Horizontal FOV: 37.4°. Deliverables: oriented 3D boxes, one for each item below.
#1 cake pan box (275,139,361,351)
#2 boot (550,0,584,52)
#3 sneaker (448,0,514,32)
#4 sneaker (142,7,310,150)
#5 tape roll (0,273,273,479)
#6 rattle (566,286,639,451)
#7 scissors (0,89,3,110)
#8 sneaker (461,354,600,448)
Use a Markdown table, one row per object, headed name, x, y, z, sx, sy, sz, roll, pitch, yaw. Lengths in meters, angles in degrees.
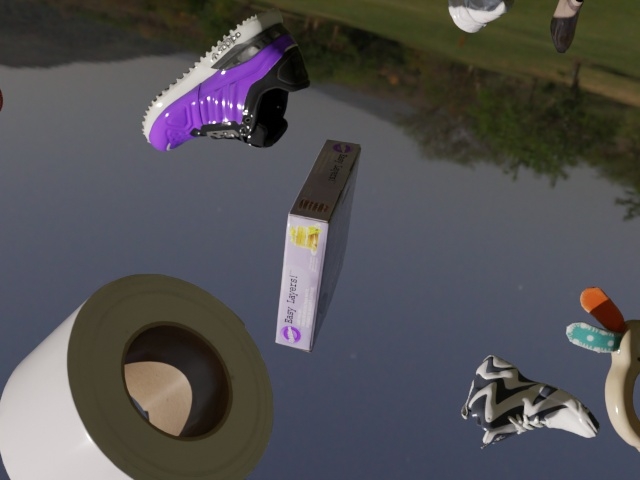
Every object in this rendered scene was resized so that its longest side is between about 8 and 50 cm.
| name | x | y | z | sx | sy | sz | roll | pitch | yaw |
| --- | --- | --- | --- | --- | --- | --- | --- | --- | --- |
| cake pan box | 0.000 | 0.000 | 1.506 | 0.070 | 0.246 | 0.267 | 14 | -145 | 6 |
| boot | 0.406 | -0.374 | 1.535 | 0.042 | 0.119 | 0.087 | 4 | 173 | -3 |
| sneaker | 0.244 | -0.435 | 1.401 | 0.090 | 0.232 | 0.115 | -14 | -176 | -40 |
| sneaker | -0.126 | -0.177 | 1.303 | 0.146 | 0.293 | 0.102 | 55 | -142 | 0 |
| tape roll | -0.195 | 0.179 | 1.010 | 0.246 | 0.169 | 0.246 | 24 | -132 | -30 |
| rattle | 0.368 | 0.143 | 1.009 | 0.130 | 0.200 | 0.143 | -29 | -164 | -9 |
| scissors | -0.470 | -0.279 | 1.201 | 0.021 | 0.297 | 0.109 | 14 | -153 | 38 |
| sneaker | 0.350 | 0.316 | 1.642 | 0.235 | 0.153 | 0.094 | 29 | 165 | 26 |
